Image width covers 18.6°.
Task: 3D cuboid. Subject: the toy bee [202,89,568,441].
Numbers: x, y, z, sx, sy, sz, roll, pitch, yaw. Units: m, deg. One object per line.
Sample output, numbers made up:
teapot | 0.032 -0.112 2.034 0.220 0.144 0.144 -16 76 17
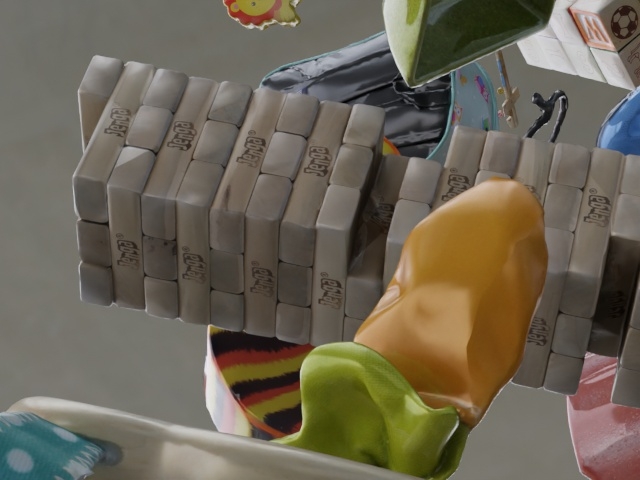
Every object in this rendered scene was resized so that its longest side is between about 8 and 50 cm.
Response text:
toy bee | 0.000 0.000 1.138 0.162 0.298 0.195 27 -56 15

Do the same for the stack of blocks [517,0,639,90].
stack of blocks | 0.250 -0.248 1.849 0.171 0.297 0.087 -40 -61 -14

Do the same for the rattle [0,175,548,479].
rattle | -0.024 0.028 0.536 0.199 0.130 0.143 21 -87 -26

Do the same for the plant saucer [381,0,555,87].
plant saucer | 0.100 -0.204 1.185 0.188 0.045 0.188 -29 -43 -53

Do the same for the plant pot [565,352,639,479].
plant pot | 0.330 0.125 1.354 0.265 0.272 0.272 -23 -40 23

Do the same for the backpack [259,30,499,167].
backpack | 0.055 -0.080 1.571 0.188 0.166 0.144 -27 -42 33

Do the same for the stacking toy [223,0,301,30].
stacking toy | -0.008 -0.232 1.097 0.221 0.052 0.167 -63 -12 0

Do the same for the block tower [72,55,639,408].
block tower | 0.038 -0.001 0.963 0.335 0.097 0.091 12 -43 7

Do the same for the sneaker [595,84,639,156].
sneaker | 0.288 -0.089 1.311 0.209 0.082 0.069 -18 -72 2

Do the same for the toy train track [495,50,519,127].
toy train track | 0.163 -0.141 1.764 0.014 0.048 0.083 -5 -66 25
